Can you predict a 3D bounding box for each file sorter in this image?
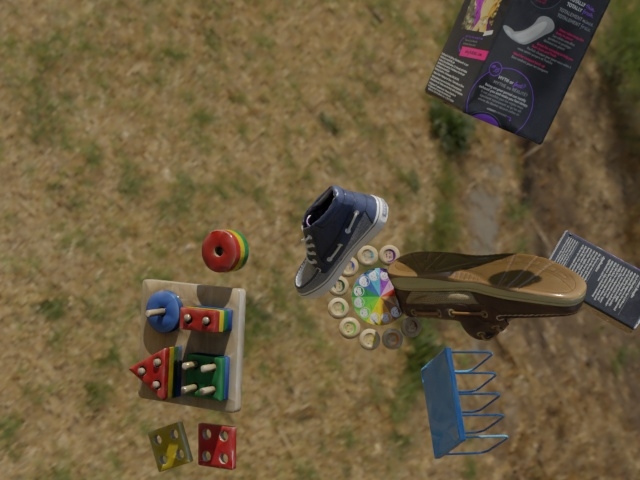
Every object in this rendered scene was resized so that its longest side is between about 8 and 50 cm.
[{"bbox_3d":[0.260,0.292,2.137,0.104,0.118,0.170,2,64,-18],"label":"file sorter"}]

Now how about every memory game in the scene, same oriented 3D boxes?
[{"bbox_3d":[0.102,0.098,2.039,0.186,0.012,0.186,0,85,-2],"label":"memory game"}]

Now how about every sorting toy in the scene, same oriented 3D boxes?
[{"bbox_3d":[-0.149,0.122,1.279,0.046,0.132,0.274,-3,97,-60],"label":"sorting toy"}]

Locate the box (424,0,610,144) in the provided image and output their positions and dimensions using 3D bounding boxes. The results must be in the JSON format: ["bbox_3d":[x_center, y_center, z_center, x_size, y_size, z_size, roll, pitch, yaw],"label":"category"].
[{"bbox_3d":[0.306,-0.311,1.843,0.165,0.270,0.143,19,13,-26],"label":"box"}]

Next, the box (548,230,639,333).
[{"bbox_3d":[0.538,0.083,2.298,0.207,0.108,0.153,29,-1,12],"label":"box"}]

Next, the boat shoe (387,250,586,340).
[{"bbox_3d":[0.268,0.097,1.917,0.123,0.342,0.123,-39,125,-49],"label":"boat shoe"}]

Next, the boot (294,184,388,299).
[{"bbox_3d":[0.000,0.000,1.552,0.086,0.190,0.069,18,37,-31],"label":"boot"}]
